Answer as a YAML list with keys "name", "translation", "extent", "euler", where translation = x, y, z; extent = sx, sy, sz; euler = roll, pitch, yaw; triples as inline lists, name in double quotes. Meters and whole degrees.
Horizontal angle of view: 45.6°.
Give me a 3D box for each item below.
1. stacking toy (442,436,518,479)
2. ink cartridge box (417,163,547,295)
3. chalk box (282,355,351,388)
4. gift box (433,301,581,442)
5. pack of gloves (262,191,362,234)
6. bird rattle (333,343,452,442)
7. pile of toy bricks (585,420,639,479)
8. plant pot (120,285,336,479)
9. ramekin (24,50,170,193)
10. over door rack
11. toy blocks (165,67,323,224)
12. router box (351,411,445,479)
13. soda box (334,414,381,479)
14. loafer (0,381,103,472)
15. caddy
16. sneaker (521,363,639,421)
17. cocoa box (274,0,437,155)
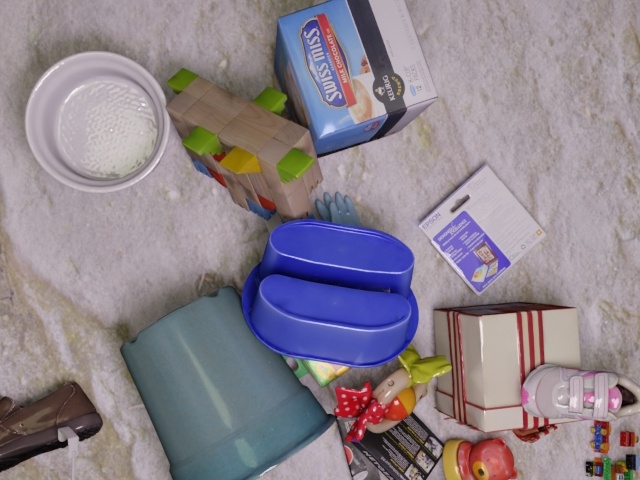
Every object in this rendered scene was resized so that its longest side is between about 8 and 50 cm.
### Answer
- name: "stacking toy"
  translation: [0.348, 0.575, 1.537]
  extent: [0.130, 0.279, 0.308]
  euler: [-24, 98, 34]
- name: "ink cartridge box"
  translation: [0.347, -0.023, 1.649]
  extent: [0.206, 0.045, 0.208]
  euler: [-41, 95, -3]
- name: "chalk box"
  translation: [0.009, 0.211, 1.579]
  extent: [0.213, 0.132, 0.132]
  euler: [-35, 94, -4]
- name: "gift box"
  translation: [0.356, 0.265, 1.555]
  extent: [0.277, 0.255, 0.257]
  euler: [-4, 89, -11]
- name: "pack of gloves"
  translation: [0.000, 0.000, 1.572]
  extent: [0.195, 0.046, 0.232]
  euler: [-15, 64, -10]
- name: "bird rattle"
  translation: [0.144, 0.311, 1.490]
  extent: [0.143, 0.207, 0.253]
  euler: [31, 68, 31]
- name: "pile of toy bricks"
  translation: [0.655, 0.505, 1.665]
  extent: [0.105, 0.118, 0.212]
  euler: [11, 79, -37]
- name: "plant pot"
  translation: [-0.199, 0.289, 1.480]
  extent: [0.341, 0.341, 0.334]
  euler: [-30, 86, -4]
- name: "ramekin"
  translation: [-0.436, -0.230, 1.534]
  extent: [0.278, 0.135, 0.277]
  euler: [0, 91, -6]
- name: "over door rack"
  translation: [-0.381, 0.510, 1.508]
  extent: [0.240, 0.108, 0.323]
  euler: [-5, 93, -40]
- name: "toy blocks"
  translation: [-0.135, -0.152, 1.501]
  extent: [0.382, 0.260, 0.190]
  euler: [30, 67, 28]
- name: "router box"
  translation: [0.167, 0.430, 1.606]
  extent: [0.179, 0.046, 0.133]
  euler: [47, 65, -12]
- name: "soda box"
  translation: [0.080, 0.445, 1.628]
  extent: [0.060, 0.053, 0.168]
  euler: [-16, 92, -5]
- name: "loafer"
  translation: [-0.634, 0.387, 1.543]
  extent: [0.366, 0.133, 0.130]
  euler: [-16, 69, -14]
- name: "caddy"
  translation: [0.023, 0.106, 1.432]
  extent: [0.342, 0.179, 0.241]
  euler: [10, 57, -1]
- name: "sneaker"
  translation: [0.492, 0.281, 1.406]
  extent: [0.253, 0.111, 0.102]
  euler: [-1, 87, -19]
- name: "cocoa box"
  translation: [0.050, -0.308, 1.468]
  extent: [0.228, 0.347, 0.231]
  euler: [-19, 91, -5]
